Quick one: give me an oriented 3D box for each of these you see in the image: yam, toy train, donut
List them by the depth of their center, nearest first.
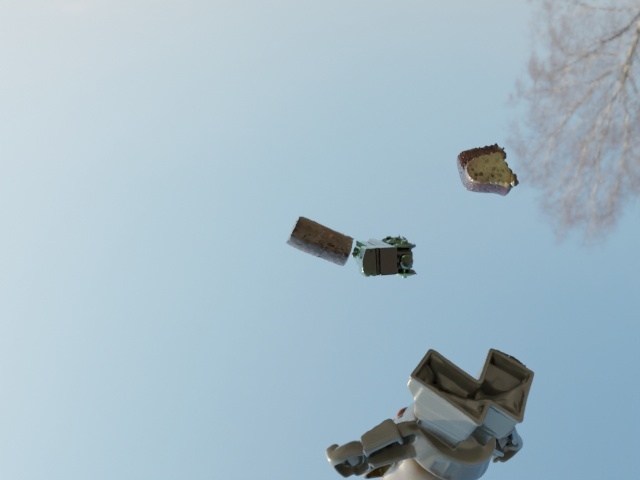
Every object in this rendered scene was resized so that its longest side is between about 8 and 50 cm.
[{"bbox_3d":[0.113,0.029,1.250,0.111,0.071,0.170,-2,-174,-10],"label":"toy train"},{"bbox_3d":[0.000,0.000,1.490,0.141,0.079,0.079,22,-149,-8],"label":"yam"},{"bbox_3d":[0.432,-0.175,1.776,0.126,0.144,0.186,2,-129,-1],"label":"donut"}]

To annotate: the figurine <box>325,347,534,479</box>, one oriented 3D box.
[{"bbox_3d":[0.184,0.307,1.049,0.343,0.284,0.167,16,-144,-7],"label":"figurine"}]
